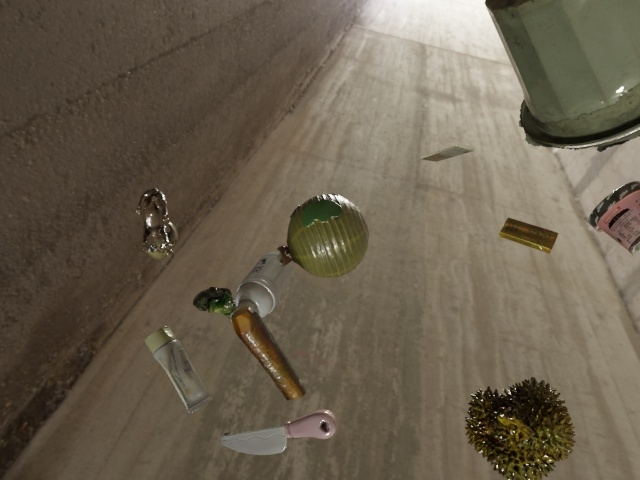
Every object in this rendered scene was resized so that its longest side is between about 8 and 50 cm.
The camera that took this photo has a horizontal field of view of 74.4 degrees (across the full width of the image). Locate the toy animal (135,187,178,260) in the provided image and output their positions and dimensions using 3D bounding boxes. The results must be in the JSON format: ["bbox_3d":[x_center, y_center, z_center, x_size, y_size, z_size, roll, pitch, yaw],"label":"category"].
[{"bbox_3d":[-0.404,-0.028,1.058,0.186,0.093,0.214,-136,-134,-60],"label":"toy animal"}]

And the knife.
[{"bbox_3d":[-0.111,0.522,1.125,0.043,0.335,0.081,10,62,-72],"label":"knife"}]

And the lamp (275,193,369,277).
[{"bbox_3d":[0.000,0.000,1.230,0.250,0.284,0.250,155,-90,-87],"label":"lamp"}]

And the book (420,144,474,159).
[{"bbox_3d":[0.577,-0.395,1.919,0.198,0.138,0.016,-10,-96,49],"label":"book"}]

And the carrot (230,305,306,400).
[{"bbox_3d":[-0.120,0.270,0.997,0.260,0.070,0.070,58,19,-15],"label":"carrot"}]

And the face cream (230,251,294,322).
[{"bbox_3d":[-0.211,0.183,1.451,0.370,0.145,0.145,-60,166,-61],"label":"face cream"}]

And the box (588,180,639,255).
[{"bbox_3d":[0.781,-0.049,1.049,0.151,0.151,0.135,103,-29,-45],"label":"box"}]

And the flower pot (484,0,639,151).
[{"bbox_3d":[0.403,-0.322,0.643,0.290,0.259,0.290,-32,-145,26],"label":"flower pot"}]

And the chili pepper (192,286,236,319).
[{"bbox_3d":[-0.419,0.265,1.779,0.264,0.148,0.116,34,67,-44],"label":"chili pepper"}]

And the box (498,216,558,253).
[{"bbox_3d":[0.647,-0.018,1.315,0.089,0.156,0.022,-46,146,-32],"label":"box"}]

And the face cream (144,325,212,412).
[{"bbox_3d":[-0.363,0.331,1.090,0.070,0.224,0.114,-40,169,9],"label":"face cream"}]

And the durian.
[{"bbox_3d":[0.506,0.471,1.060,0.293,0.258,0.258,94,10,-48],"label":"durian"}]
